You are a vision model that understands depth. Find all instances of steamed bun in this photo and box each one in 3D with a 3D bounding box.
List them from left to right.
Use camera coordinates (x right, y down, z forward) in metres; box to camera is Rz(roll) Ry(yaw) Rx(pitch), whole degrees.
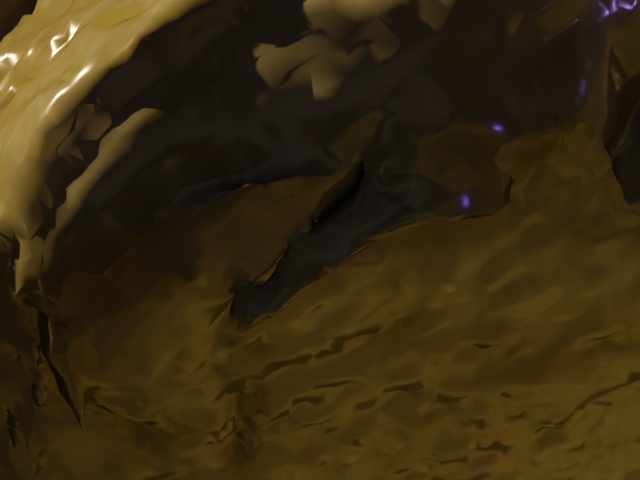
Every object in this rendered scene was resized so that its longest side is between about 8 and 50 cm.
[{"bbox_3d":[-0.006,0.000,0.529,0.372,0.325,0.230,-36,44,24],"label":"steamed bun"}]
